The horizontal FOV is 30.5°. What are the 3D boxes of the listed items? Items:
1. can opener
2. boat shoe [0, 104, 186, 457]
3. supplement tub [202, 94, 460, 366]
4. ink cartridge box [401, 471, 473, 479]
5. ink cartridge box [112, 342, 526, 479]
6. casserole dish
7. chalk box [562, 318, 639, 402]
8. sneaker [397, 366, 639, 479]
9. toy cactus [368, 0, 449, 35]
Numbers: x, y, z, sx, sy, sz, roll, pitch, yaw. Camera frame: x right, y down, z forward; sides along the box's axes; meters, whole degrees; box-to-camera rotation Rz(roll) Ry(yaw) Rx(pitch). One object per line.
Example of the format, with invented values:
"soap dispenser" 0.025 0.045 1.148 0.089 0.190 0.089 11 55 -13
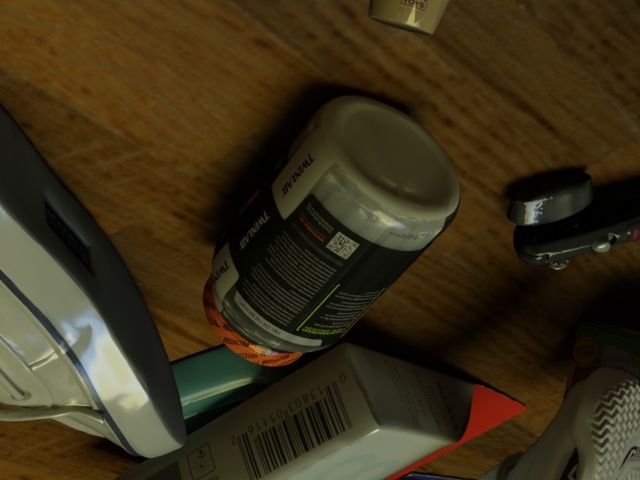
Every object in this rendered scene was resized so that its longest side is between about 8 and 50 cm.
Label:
"can opener" 0.240 -0.020 0.943 0.186 0.059 0.073 -9 144 -10
"boat shoe" -0.219 0.055 0.791 0.156 0.135 0.367 -21 142 5
"supplement tub" 0.000 0.000 0.821 0.117 0.117 0.190 11 137 -34
"ink cartridge box" 0.059 0.406 1.460 0.176 0.069 0.371 16 131 -38
"ink cartridge box" 0.014 0.237 1.144 0.308 0.091 0.385 -33 149 21
"casserole dish" -0.106 0.146 1.049 0.188 0.037 0.114 -20 146 3
"chalk box" 0.315 0.148 1.094 0.132 0.213 0.132 9 -178 -18
"sneaker" 0.132 0.243 1.028 0.137 0.210 0.365 -10 124 -54
"toy cactus" 0.070 -0.189 0.561 0.219 0.112 0.180 13 96 -23
